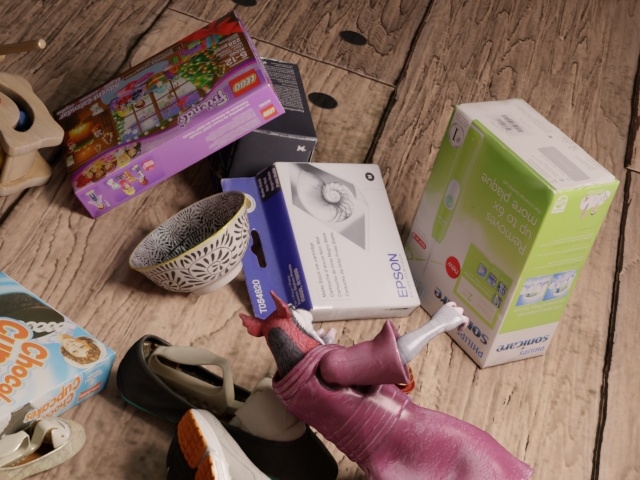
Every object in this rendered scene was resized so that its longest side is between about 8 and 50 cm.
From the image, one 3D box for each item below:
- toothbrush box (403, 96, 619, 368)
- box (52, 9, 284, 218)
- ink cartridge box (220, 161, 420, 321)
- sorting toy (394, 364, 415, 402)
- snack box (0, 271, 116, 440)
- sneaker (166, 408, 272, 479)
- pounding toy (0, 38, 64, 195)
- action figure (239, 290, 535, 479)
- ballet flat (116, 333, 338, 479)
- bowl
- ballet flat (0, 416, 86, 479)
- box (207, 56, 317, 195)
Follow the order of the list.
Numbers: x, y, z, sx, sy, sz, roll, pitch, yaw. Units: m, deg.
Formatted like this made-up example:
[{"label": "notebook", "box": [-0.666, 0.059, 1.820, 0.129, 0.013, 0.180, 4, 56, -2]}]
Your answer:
[{"label": "toothbrush box", "box": [0.235, -0.012, 2.176, 0.122, 0.283, 0.206, -10, 43, -35]}, {"label": "box", "box": [-0.208, -0.172, 2.250, 0.293, 0.057, 0.201, -29, 41, 4]}, {"label": "ink cartridge box", "box": [0.000, 0.000, 2.191, 0.224, 0.045, 0.223, -2, 62, -27]}, {"label": "sorting toy", "box": [0.091, 0.179, 2.045, 0.061, 0.042, 0.102, 11, 33, -11]}, {"label": "snack box", "box": [-0.398, 0.153, 1.828, 0.187, 0.060, 0.322, 33, 35, 21]}, {"label": "sneaker", "box": [-0.072, 0.286, 1.776, 0.121, 0.099, 0.262, 2, 43, -37]}, {"label": "pounding toy", "box": [-0.446, -0.195, 2.235, 0.154, 0.155, 0.269, -3, 38, -37]}, {"label": "action figure", "box": [0.048, 0.205, 1.824, 0.370, 0.248, 0.275, 38, 59, -6]}, {"label": "ballet flat", "box": [-0.102, 0.188, 1.888, 0.280, 0.096, 0.095, 23, 32, 8]}, {"label": "bowl", "box": [-0.148, 0.017, 2.110, 0.080, 0.170, 0.170, 58, 27, -19]}, {"label": "ballet flat", "box": [-0.305, 0.219, 1.782, 0.057, 0.052, 0.168, 32, 35, 21]}, {"label": "box", "box": [-0.086, -0.141, 2.334, 0.108, 0.153, 0.207, 8, 33, -15]}]
